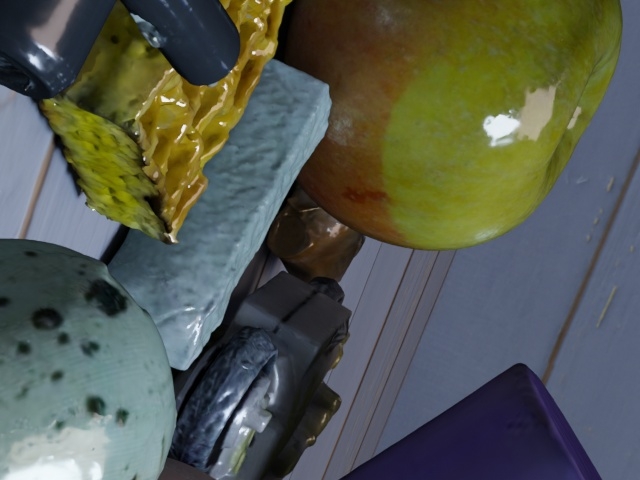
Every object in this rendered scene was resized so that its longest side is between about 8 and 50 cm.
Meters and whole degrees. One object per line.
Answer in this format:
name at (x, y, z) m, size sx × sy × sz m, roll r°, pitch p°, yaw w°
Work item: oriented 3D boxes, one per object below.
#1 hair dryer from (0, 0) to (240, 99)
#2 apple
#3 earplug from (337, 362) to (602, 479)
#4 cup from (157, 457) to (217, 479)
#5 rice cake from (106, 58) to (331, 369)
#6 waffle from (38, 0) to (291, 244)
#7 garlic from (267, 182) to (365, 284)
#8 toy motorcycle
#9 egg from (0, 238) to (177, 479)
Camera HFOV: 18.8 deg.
hair dryer at (-0.072, -0.094, 0.706) m, size 0.124 × 0.071 × 0.219 m, roll -64°, pitch 161°, yaw -9°
apple at (0.079, -0.112, 1.223) m, size 0.261 × 0.194 × 0.261 m, roll -60°, pitch 168°, yaw -22°
earplug at (-0.007, 0.277, 1.228) m, size 0.456 × 0.215 × 0.215 m, roll -30°, pitch 174°, yaw 7°
cup at (-0.104, 0.215, 0.859) m, size 0.191 × 0.253 × 0.200 m, roll -29°, pitch 169°, yaw 5°
rice cake at (-0.056, -0.020, 1.075) m, size 0.206 × 0.069 × 0.063 m, roll -59°, pitch 168°, yaw -31°
waffle at (-0.052, -0.120, 0.887) m, size 0.160 × 0.055 × 0.211 m, roll 82°, pitch 33°, yaw -73°
garlic at (-0.004, -0.007, 1.455) m, size 0.084 × 0.066 × 0.152 m, roll -38°, pitch 163°, yaw -5°
toy motorcycle at (-0.062, 0.131, 1.301) m, size 0.223 × 0.108 × 0.340 m, roll -61°, pitch 174°, yaw 13°
egg at (-0.124, 0.062, 0.709) m, size 0.131 × 0.131 × 0.164 m, roll -68°, pitch 164°, yaw 8°
